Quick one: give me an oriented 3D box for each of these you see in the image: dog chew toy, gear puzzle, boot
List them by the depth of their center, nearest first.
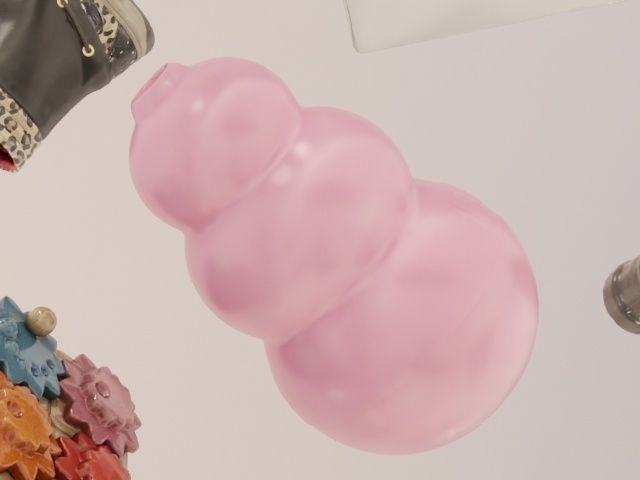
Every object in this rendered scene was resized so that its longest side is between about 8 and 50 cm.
[{"bbox_3d":[-0.175,0.171,1.021,0.175,0.044,0.339,42,-156,-32],"label":"gear puzzle"},{"bbox_3d":[0.000,0.000,1.120,0.332,0.206,0.207,44,-128,-15],"label":"dog chew toy"},{"bbox_3d":[-0.275,-0.187,1.293,0.236,0.085,0.178,42,-114,-7],"label":"boot"}]

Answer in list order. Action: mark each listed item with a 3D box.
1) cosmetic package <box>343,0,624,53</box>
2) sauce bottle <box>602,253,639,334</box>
[{"bbox_3d":[0.169,-0.254,0.705,0.284,0.377,0.097,74,-172,-47],"label":"cosmetic package"},{"bbox_3d":[0.351,-0.007,1.331,0.111,0.344,0.111,9,-116,-19],"label":"sauce bottle"}]
